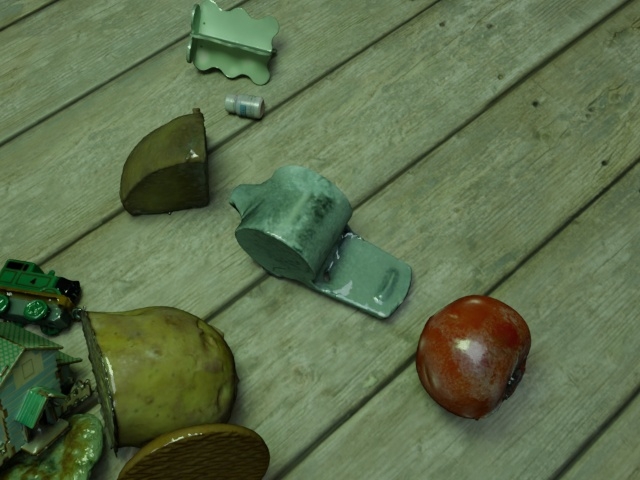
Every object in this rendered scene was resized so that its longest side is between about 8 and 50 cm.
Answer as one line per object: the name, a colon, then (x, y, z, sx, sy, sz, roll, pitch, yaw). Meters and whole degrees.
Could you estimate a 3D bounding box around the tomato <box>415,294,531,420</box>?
tomato: (0.274, 0.208, 0.946, 0.188, 0.232, 0.232, 26, 69, 33)

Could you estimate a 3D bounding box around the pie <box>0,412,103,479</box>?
pie: (-0.503, 0.394, 0.896, 0.240, 0.054, 0.241, -5, 33, 3)

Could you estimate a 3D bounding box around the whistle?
whistle: (-0.003, 0.013, 1.065, 0.404, 0.188, 0.168, 41, 64, -20)

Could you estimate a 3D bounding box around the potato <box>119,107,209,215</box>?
potato: (-0.337, -0.191, 1.080, 0.189, 0.264, 0.211, -2, 74, -11)

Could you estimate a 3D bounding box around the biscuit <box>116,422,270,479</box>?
biscuit: (-0.214, 0.395, 0.860, 0.261, 0.262, 0.037, -22, 41, -9)

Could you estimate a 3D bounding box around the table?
table: (-0.209, -0.485, 1.256, 0.198, 0.166, 0.167, 13, 69, -4)

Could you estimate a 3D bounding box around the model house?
model house: (-0.524, 0.241, 0.864, 0.178, 0.207, 0.271, 17, 28, 20)

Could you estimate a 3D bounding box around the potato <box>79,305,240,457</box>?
potato: (-0.281, 0.230, 0.930, 0.237, 0.301, 0.289, -13, 81, -29)

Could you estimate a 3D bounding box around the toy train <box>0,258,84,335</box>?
toy train: (-0.587, 0.112, 1.044, 0.227, 0.091, 0.136, 6, 58, 2)

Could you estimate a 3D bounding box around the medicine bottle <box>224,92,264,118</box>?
medicine bottle: (-0.184, -0.329, 1.240, 0.089, 0.052, 0.052, 11, 69, 4)
